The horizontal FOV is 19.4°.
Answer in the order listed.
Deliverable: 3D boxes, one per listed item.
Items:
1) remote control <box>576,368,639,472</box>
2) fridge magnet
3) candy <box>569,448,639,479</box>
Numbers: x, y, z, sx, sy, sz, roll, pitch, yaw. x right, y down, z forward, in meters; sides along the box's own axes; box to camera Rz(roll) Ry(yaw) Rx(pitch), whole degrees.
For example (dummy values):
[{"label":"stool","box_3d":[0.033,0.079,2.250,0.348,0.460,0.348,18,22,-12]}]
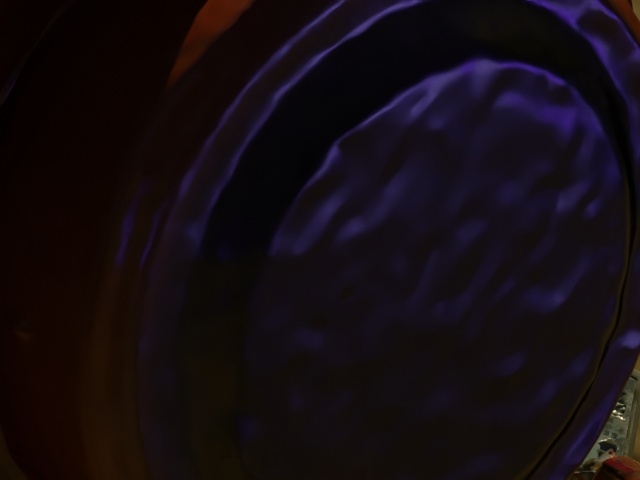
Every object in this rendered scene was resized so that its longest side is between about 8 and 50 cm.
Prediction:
[{"label":"remote control","box_3d":[0.220,0.194,1.619,0.098,0.038,0.233,18,49,0]},{"label":"fridge magnet","box_3d":[0.000,0.000,0.705,0.364,0.363,0.155,-4,21,-39]},{"label":"candy","box_3d":[0.226,0.184,1.334,0.053,0.046,0.182,6,11,-26]}]
